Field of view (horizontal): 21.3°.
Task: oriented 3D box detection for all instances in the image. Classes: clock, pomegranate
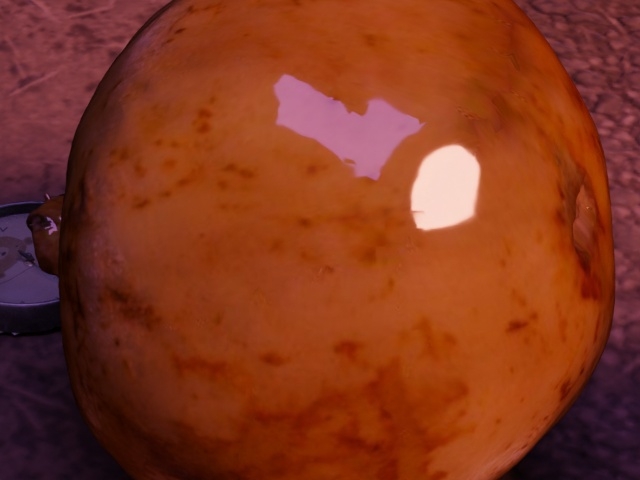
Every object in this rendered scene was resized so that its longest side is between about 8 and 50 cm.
[{"bbox_3d":[-0.138,0.011,0.809,0.085,0.017,0.085,3,38,-2],"label":"clock"},{"bbox_3d":[0.000,0.000,0.674,0.248,0.248,0.248,2,38,-2],"label":"pomegranate"}]
